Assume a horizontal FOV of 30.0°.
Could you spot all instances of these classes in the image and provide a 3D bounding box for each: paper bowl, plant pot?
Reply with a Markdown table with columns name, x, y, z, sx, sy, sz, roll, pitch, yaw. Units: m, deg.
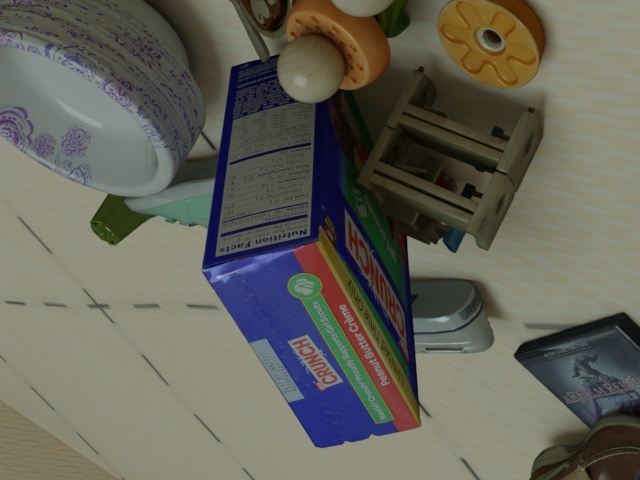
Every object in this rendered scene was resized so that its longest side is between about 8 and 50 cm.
| name | x | y | z | sx | sy | sz | roll | pitch | yaw |
| --- | --- | --- | --- | --- | --- | --- | --- | --- | --- |
| paper bowl | -0.265 | -0.189 | 1.379 | 0.284 | 0.148 | 0.284 | 20 | 152 | 11 |
| plant pot | -0.292 | -0.037 | 1.737 | 0.083 | 0.079 | 0.083 | 28 | 150 | 18 |

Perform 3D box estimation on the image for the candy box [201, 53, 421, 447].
| name | x | y | z | sx | sy | sz | roll | pitch | yaw |
| --- | --- | --- | --- | --- | --- | --- | --- | --- | --- |
| candy box | 0.000 | 0.000 | 1.200 | 0.122 | 0.317 | 0.268 | -15 | 130 | 16 |

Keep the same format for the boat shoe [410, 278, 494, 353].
| name | x | y | z | sx | sy | sz | roll | pitch | yaw |
| --- | --- | --- | --- | --- | --- | --- | --- | --- | --- |
| boat shoe | 0.100 | 0.101 | 1.487 | 0.267 | 0.096 | 0.088 | -7 | 125 | 42 |

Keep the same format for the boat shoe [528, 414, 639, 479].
| name | x | y | z | sx | sy | sz | roll | pitch | yaw |
| --- | --- | --- | --- | --- | --- | --- | --- | --- | --- |
| boat shoe | 0.333 | 0.302 | 1.430 | 0.123 | 0.116 | 0.324 | 36 | 153 | 3 |

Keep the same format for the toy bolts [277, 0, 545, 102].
| name | x | y | z | sx | sy | sz | roll | pitch | yaw |
| --- | --- | --- | --- | --- | --- | --- | --- | --- | --- |
| toy bolts | 0.072 | -0.189 | 1.001 | 0.218 | 0.158 | 0.228 | 30 | 151 | 14 |

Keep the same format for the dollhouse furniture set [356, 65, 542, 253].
| name | x | y | z | sx | sy | sz | roll | pitch | yaw |
| --- | --- | --- | --- | --- | --- | --- | --- | --- | --- |
| dollhouse furniture set | 0.141 | -0.064 | 1.183 | 0.129 | 0.129 | 0.183 | 25 | 174 | 22 |

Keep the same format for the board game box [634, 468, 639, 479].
| name | x | y | z | sx | sy | sz | roll | pitch | yaw |
| --- | --- | --- | --- | --- | --- | --- | --- | --- | --- |
| board game box | 0.449 | 0.249 | 1.072 | 0.308 | 0.302 | 0.086 | 19 | 147 | 32 |

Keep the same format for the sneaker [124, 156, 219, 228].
| name | x | y | z | sx | sy | sz | roll | pitch | yaw |
| --- | --- | --- | --- | --- | --- | --- | --- | --- | --- |
| sneaker | -0.149 | -0.027 | 1.564 | 0.256 | 0.094 | 0.151 | -3 | 126 | 48 |

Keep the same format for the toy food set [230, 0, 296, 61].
| name | x | y | z | sx | sy | sz | roll | pitch | yaw |
| --- | --- | --- | --- | --- | --- | --- | --- | --- | --- |
| toy food set | -0.068 | -0.255 | 1.145 | 0.132 | 0.038 | 0.192 | 62 | 155 | 12 |

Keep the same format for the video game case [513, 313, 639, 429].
| name | x | y | z | sx | sy | sz | roll | pitch | yaw |
| --- | --- | --- | --- | --- | --- | --- | --- | --- | --- |
| video game case | 0.376 | 0.200 | 1.380 | 0.274 | 0.026 | 0.196 | 42 | 152 | -10 |
